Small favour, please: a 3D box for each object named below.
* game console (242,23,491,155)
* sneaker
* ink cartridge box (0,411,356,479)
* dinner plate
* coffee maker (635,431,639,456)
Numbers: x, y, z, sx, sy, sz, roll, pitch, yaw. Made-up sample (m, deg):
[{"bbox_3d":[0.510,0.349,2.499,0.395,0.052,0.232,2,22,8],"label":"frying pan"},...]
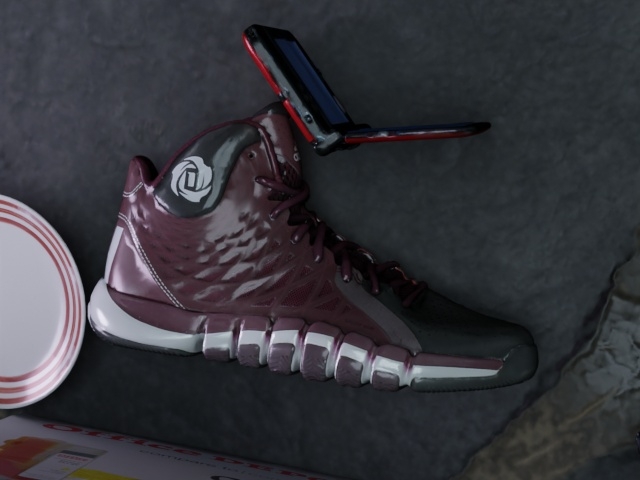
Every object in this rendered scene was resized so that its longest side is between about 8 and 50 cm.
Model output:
[{"bbox_3d":[0.029,-0.094,1.160,0.085,0.144,0.124,-34,89,9],"label":"game console"},{"bbox_3d":[0.000,0.000,1.194,0.281,0.106,0.162,8,93,8],"label":"sneaker"},{"bbox_3d":[-0.109,0.216,1.087,0.279,0.384,0.160,11,93,7],"label":"ink cartridge box"},{"bbox_3d":[-0.208,0.038,1.256,0.141,0.017,0.141,5,102,27],"label":"dinner plate"},{"bbox_3d":[0.287,0.122,1.127,0.178,0.171,0.120,-40,105,11],"label":"coffee maker"}]
